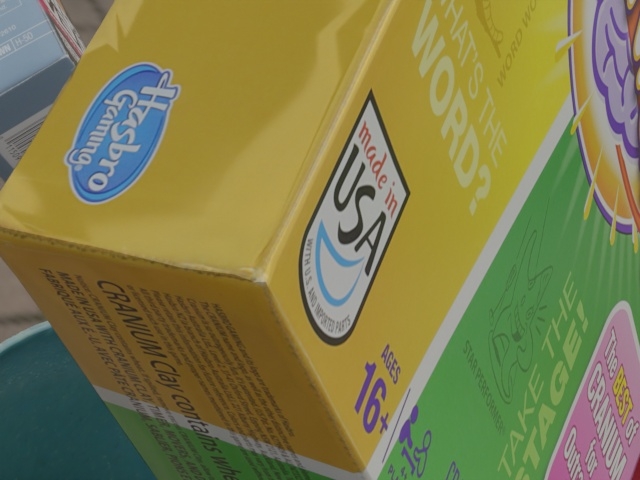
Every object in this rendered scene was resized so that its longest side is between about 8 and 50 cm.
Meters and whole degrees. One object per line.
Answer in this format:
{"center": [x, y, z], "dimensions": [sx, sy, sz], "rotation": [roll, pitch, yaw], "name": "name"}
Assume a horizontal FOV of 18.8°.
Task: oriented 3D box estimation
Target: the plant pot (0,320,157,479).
{"center": [-0.114, 0.208, 1.008], "dimensions": [0.290, 0.195, 0.290], "rotation": [18, 53, -25], "name": "plant pot"}

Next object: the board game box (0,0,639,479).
{"center": [0.053, -0.054, 0.517], "dimensions": [0.064, 0.242, 0.316], "rotation": [10, 59, 26], "name": "board game box"}

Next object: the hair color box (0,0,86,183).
{"center": [-0.299, -0.223, 1.642], "dimensions": [0.374, 0.114, 0.185], "rotation": [59, 0, 27], "name": "hair color box"}

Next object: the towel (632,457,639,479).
{"center": [0.155, 0.127, 0.843], "dimensions": [0.031, 0.199, 0.274], "rotation": [10, 69, -43], "name": "towel"}
